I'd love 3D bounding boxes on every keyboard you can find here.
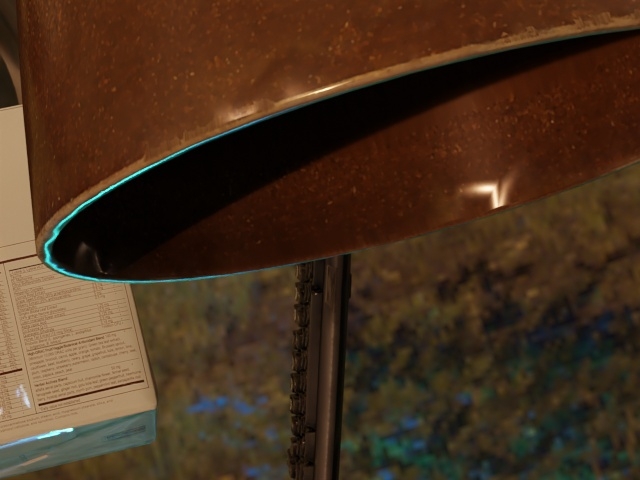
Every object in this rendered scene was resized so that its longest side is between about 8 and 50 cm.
[{"bbox_3d":[0.000,0.000,0.987,0.033,0.317,0.201,3,-166,-2],"label":"keyboard"}]

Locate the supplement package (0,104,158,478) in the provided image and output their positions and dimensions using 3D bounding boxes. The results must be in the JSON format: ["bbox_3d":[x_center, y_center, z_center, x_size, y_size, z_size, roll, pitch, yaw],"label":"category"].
[{"bbox_3d":[-0.198,0.040,1.144,0.149,0.203,0.194,-13,169,-9],"label":"supplement package"}]

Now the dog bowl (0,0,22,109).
[{"bbox_3d":[-0.378,-0.080,1.348,0.348,0.349,0.102,-9,-175,-22],"label":"dog bowl"}]

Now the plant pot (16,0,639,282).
[{"bbox_3d":[0.000,-0.128,0.508,0.215,0.230,0.215,-14,170,-3],"label":"plant pot"}]
